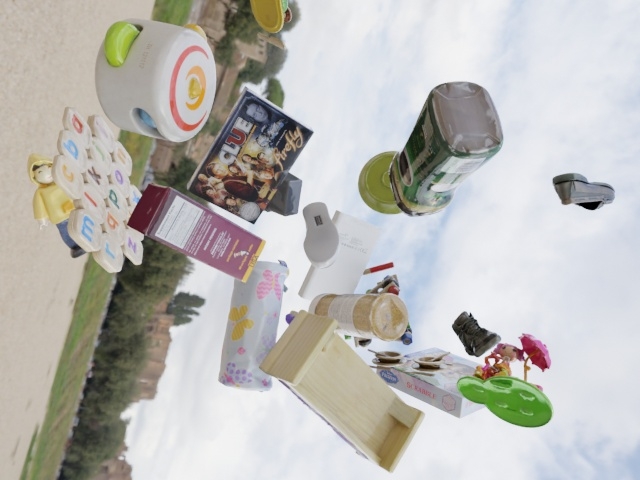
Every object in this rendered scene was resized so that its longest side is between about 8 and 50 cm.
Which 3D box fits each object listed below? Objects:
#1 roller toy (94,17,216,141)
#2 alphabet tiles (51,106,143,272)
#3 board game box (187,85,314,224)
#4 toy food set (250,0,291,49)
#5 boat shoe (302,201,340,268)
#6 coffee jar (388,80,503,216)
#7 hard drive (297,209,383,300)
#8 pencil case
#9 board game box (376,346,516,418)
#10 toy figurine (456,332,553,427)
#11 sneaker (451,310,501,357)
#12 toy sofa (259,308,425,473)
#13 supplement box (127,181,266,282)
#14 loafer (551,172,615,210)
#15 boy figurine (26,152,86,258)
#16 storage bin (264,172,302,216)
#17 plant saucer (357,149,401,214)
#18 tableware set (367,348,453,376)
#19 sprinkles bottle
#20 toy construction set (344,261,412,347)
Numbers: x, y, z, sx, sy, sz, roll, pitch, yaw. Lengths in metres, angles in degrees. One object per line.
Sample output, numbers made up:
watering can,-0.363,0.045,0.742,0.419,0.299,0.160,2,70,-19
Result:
roller toy,-0.272,-0.275,0.891,0.209,0.146,0.191,-52,154,-60
alphabet tiles,-0.396,-0.089,0.940,0.278,0.021,0.284,71,9,-55
board game box,-0.148,-0.171,1.077,0.243,0.165,0.042,-55,-155,17
toy food set,-0.137,-0.686,1.496,0.071,0.128,0.218,-42,145,-29
boat shoe,0.000,0.000,1.349,0.268,0.096,0.088,-109,-177,-55
coffee jar,0.142,-0.100,0.622,0.184,0.078,0.096,114,-33,-69
hard drive,0.070,0.070,1.726,0.040,0.203,0.308,34,-78,53
pencil case,-0.136,0.173,1.068,0.113,0.124,0.273,3,-102,27
board game box,0.397,0.437,1.632,0.317,0.318,0.066,13,-80,46
toy figurine,0.371,0.247,0.991,0.173,0.130,0.159,8,-141,32
sneaker,0.463,0.281,1.555,0.087,0.130,0.227,-33,170,-5
toy sofa,0.039,0.313,1.078,0.177,0.363,0.150,2,-131,54
supplement box,-0.197,-0.012,0.828,0.104,0.188,0.081,17,-101,54
loafer,0.706,-0.114,1.379,0.096,0.267,0.084,-16,-110,51
boy figurine,-0.678,-0.104,1.372,0.092,0.177,0.285,29,-39,59
storage bin,-0.101,-0.135,1.473,0.091,0.098,0.135,29,-60,37
plant saucer,0.246,-0.208,1.772,0.037,0.240,0.241,55,44,-71
tableware set,0.215,0.287,1.252,0.194,0.128,0.039,-1,-90,35
sprinkles bottle,0.091,0.204,1.413,0.355,0.121,0.121,-12,-117,63
toy construction set,0.178,0.236,1.816,0.258,0.237,0.309,66,12,-48
